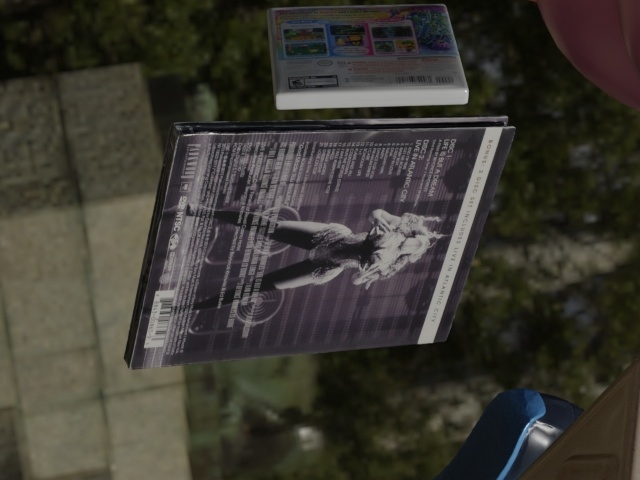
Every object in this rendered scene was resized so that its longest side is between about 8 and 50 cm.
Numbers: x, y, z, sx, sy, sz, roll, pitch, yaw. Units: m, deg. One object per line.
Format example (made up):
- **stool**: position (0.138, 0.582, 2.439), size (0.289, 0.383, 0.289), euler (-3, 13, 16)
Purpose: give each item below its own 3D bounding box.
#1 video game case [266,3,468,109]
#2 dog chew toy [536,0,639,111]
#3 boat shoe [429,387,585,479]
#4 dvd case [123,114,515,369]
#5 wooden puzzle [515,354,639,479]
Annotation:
- **video game case**: position (0.037, -0.155, 1.360), size (0.143, 0.157, 0.019), euler (-97, -174, -53)
- **dog chew toy**: position (0.217, -0.125, 0.738), size (0.332, 0.207, 0.206), euler (-113, -163, -64)
- **boat shoe**: position (0.153, 0.235, 1.418), size (0.258, 0.089, 0.109), euler (-56, -145, 42)
- **dvd case**: position (0.000, 0.000, 0.973), size (0.018, 0.221, 0.164), euler (54, -41, 47)
- **wooden puzzle**: position (0.141, 0.281, 1.092), size (0.322, 0.080, 0.348), euler (-55, -172, 44)
